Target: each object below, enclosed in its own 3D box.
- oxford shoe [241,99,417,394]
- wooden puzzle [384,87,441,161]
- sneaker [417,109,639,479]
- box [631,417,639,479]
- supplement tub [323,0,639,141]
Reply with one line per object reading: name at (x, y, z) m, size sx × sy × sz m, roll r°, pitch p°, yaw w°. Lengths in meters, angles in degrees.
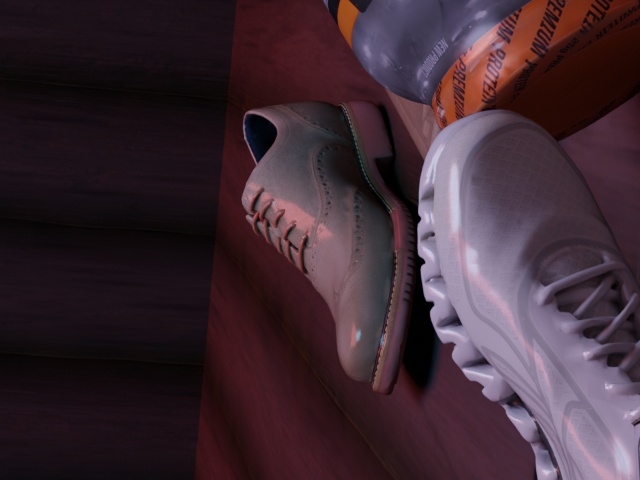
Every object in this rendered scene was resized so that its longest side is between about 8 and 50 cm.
oxford shoe at (0.000, 0.000, 1.444) m, size 0.397 × 0.146 × 0.140 m, roll -103°, pitch 21°, yaw -56°
wooden puzzle at (0.115, -0.227, 1.138) m, size 0.348 × 0.080 × 0.322 m, roll -98°, pitch 16°, yaw -65°
sneaker at (0.136, 0.070, 0.726) m, size 0.292 × 0.110 × 0.118 m, roll 69°, pitch 157°, yaw 3°
box at (0.187, 0.195, 0.553) m, size 0.169 × 0.087 × 0.290 m, roll 125°, pitch 147°, yaw -70°
supplement tub at (0.064, -0.212, 0.843) m, size 0.316 × 0.194 × 0.193 m, roll 60°, pitch 157°, yaw 17°
